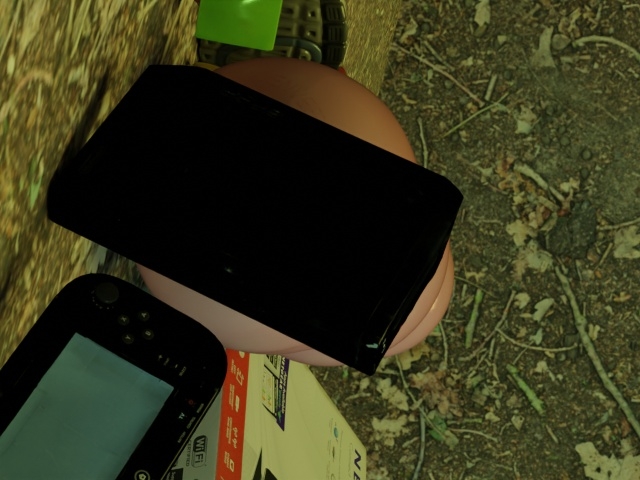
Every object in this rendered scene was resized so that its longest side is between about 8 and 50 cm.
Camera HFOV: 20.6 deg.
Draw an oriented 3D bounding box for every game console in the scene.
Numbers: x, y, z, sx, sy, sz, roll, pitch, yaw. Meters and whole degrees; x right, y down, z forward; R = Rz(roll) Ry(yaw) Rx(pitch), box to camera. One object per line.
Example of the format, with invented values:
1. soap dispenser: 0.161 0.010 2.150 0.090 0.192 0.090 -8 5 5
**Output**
1. game console: -0.083 0.057 0.963 0.361 0.213 0.044 -58 166 -35

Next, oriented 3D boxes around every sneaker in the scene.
1. sneaker: -0.038 -0.168 1.402 0.297 0.111 0.129 115 -15 -66

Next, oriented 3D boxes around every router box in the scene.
1. router box: -0.054 0.239 1.368 0.301 0.082 0.335 57 27 -48

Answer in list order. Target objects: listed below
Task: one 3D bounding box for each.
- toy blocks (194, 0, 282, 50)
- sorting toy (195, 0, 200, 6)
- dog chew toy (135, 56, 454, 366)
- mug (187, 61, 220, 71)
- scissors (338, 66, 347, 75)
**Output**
1. toy blocks: 0.006 -0.340 1.039 0.261 0.190 0.381 -87 -172 -52
2. sorting toy: -0.006 -0.280 1.229 0.046 0.132 0.274 48 48 -51
3. dog chew toy: 0.000 0.000 1.275 0.332 0.206 0.207 37 67 -61
4. mug: -0.087 -0.095 1.316 0.062 0.078 0.064 6 -111 62
5. scissors: -0.019 -0.132 1.581 0.297 0.021 0.109 -122 -141 -66
